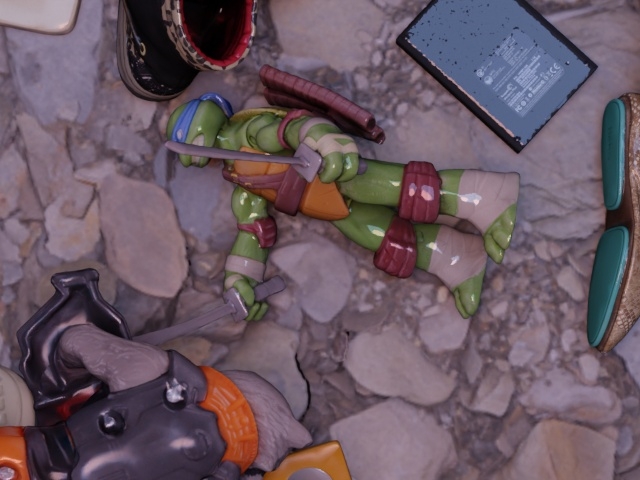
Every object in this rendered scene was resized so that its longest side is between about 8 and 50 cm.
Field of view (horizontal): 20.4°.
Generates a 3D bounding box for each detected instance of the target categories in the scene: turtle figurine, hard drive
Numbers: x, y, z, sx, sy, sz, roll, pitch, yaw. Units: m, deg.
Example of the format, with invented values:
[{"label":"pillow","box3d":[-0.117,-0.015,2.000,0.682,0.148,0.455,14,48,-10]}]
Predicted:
[{"label":"turtle figurine","box3d":[0.000,0.000,1.322,0.266,0.274,0.198,15,112,-4]},{"label":"hard drive","box3d":[0.140,-0.149,1.422,0.135,0.022,0.094,43,87,4]}]

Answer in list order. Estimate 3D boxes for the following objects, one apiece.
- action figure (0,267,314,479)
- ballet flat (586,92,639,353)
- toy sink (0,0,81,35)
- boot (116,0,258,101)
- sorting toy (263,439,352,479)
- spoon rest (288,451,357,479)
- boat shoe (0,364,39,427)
[{"label":"action figure","box3d":[-0.144,0.205,1.186,0.330,0.178,0.341,-30,100,-21]},{"label":"ballet flat","box3d":[0.252,-0.012,1.388,0.067,0.073,0.206,7,89,-13]},{"label":"toy sink","box3d":[-0.251,-0.297,1.388,0.153,0.131,0.234,13,86,2]},{"label":"boot","box3d":[-0.103,-0.229,1.346,0.085,0.178,0.236,-2,91,-21]},{"label":"sorting toy","box3d":[0.029,0.313,1.318,0.196,0.047,0.347,-5,98,4]},{"label":"spoon rest","box3d":[-0.087,0.199,1.358,0.276,0.137,0.084,9,50,-8]},{"label":"boat shoe","box3d":[-0.331,0.322,1.317,0.187,0.156,0.500,23,88,33]}]
